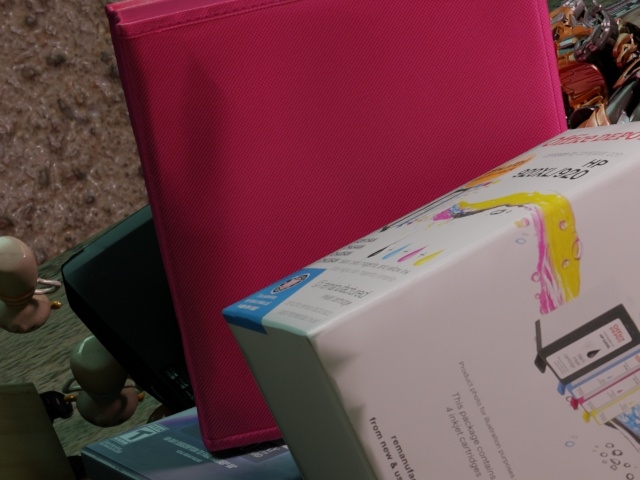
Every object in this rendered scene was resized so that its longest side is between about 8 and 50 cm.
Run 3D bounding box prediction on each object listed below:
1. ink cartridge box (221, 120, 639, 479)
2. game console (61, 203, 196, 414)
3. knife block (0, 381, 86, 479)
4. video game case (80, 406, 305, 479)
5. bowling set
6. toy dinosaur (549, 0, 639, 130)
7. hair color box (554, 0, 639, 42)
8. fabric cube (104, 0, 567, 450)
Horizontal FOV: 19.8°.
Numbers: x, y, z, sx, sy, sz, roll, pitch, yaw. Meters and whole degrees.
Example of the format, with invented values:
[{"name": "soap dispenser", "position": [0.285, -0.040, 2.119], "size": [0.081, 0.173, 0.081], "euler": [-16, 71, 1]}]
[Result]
[{"name": "ink cartridge box", "position": [0.103, 0.060, 0.942], "size": [0.232, 0.168, 0.171], "euler": [-27, 9, -14]}, {"name": "game console", "position": [0.000, 0.000, 1.387], "size": [0.361, 0.213, 0.044], "euler": [-37, -25, -24]}, {"name": "knife block", "position": [-0.236, 0.157, 1.383], "size": [0.242, 0.088, 0.275], "euler": [-22, -7, -41]}, {"name": "video game case", "position": [0.013, 0.110, 1.128], "size": [0.274, 0.026, 0.196], "euler": [-19, 13, -26]}, {"name": "bowling set", "position": [-0.134, 0.101, 1.446], "size": [0.287, 0.200, 0.154], "euler": [-1, -25, -3]}, {"name": "toy dinosaur", "position": [0.238, -0.071, 1.249], "size": [0.218, 0.322, 0.164], "euler": [-34, -28, 9]}, {"name": "hair color box", "position": [0.350, -0.185, 1.818], "size": [0.173, 0.105, 0.347], "euler": [-28, 10, -12]}, {"name": "fabric cube", "position": [0.014, -0.046, 1.169], "size": [0.254, 0.258, 0.259], "euler": [-12, 11, -5]}]
